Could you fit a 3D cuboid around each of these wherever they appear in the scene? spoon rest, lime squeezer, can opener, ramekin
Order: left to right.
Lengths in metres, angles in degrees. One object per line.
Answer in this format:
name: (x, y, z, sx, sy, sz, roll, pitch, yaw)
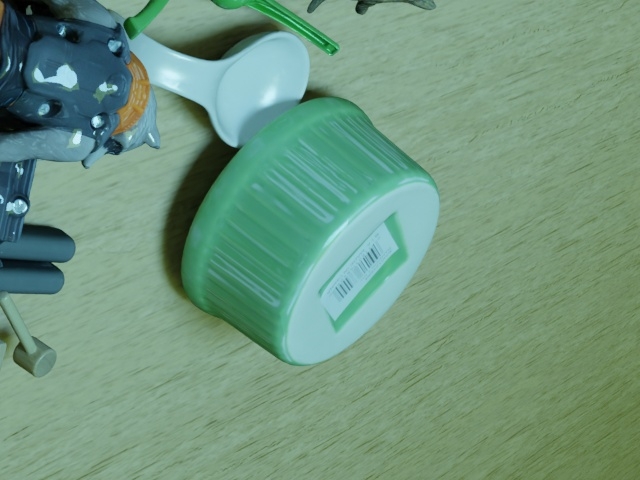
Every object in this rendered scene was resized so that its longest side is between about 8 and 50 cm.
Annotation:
can opener: (-0.342, 0.022, 1.150, 0.280, 0.093, 0.074, 4, 114, -56)
spoon rest: (-0.105, -0.166, 1.270, 0.276, 0.084, 0.137, 7, 113, -51)
lime squeezer: (-0.093, -0.238, 1.201, 0.310, 0.110, 0.059, -6, 136, -54)
ramekin: (0.000, 0.000, 1.427, 0.303, 0.148, 0.303, -39, 152, -25)

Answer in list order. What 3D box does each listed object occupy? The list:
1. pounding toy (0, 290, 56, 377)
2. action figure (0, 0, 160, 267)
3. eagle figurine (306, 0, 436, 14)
pounding toy: (-0.362, 0.116, 1.203, 0.206, 0.094, 0.181, -5, 117, -58)
action figure: (-0.263, -0.095, 0.995, 0.330, 0.179, 0.341, 1, 97, -51)
eagle figurine: (0.059, -0.383, 1.235, 0.226, 0.225, 0.298, -130, -143, -87)
